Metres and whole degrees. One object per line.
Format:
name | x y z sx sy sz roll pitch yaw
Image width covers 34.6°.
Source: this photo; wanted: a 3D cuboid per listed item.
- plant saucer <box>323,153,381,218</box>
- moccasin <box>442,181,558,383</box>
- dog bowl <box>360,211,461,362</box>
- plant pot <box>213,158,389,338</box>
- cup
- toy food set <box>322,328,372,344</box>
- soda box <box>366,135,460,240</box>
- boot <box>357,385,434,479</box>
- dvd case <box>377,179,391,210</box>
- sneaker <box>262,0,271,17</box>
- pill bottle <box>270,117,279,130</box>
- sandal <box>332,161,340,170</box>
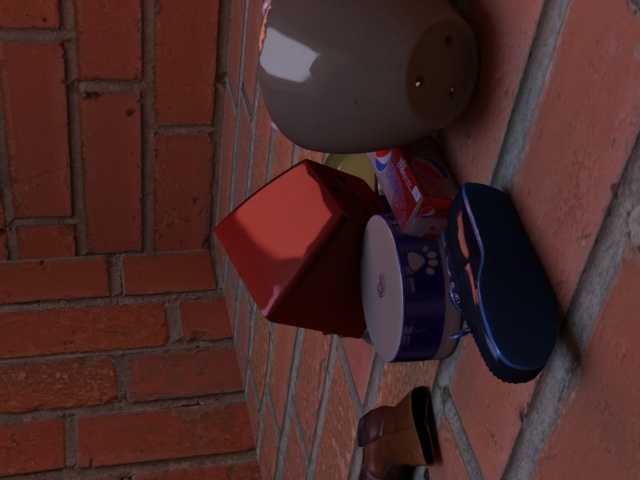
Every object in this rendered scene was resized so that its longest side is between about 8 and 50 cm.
plant saucer | 0.063 -0.091 2.164 0.241 0.037 0.241 -18 70 58
moccasin | 0.242 0.069 1.418 0.342 0.137 0.117 -89 21 -47
dog bowl | 0.153 0.080 1.798 0.265 0.104 0.265 177 90 -77
plant pot | 0.000 0.000 1.992 0.236 0.267 0.267 -53 48 21
cup | 0.102 -0.278 1.592 0.237 0.331 0.331 21 116 45
toy food set | 0.077 0.159 2.133 0.232 0.104 0.111 -179 86 -76
soda box | 0.157 -0.115 1.746 0.263 0.092 0.083 -109 36 -48
boot | 0.163 0.431 1.956 0.280 0.096 0.264 137 136 -63
dvd case | 0.116 -0.177 1.948 0.164 0.018 0.221 39 -136 -76
sneaker | 0.006 -0.344 1.966 0.104 0.295 0.147 -33 37 29
pill bottle | -0.034 -0.395 2.339 0.161 0.161 0.283 -132 41 -69
sandal | 0.047 -0.183 2.269 0.090 0.060 0.219 -148 56 -74
